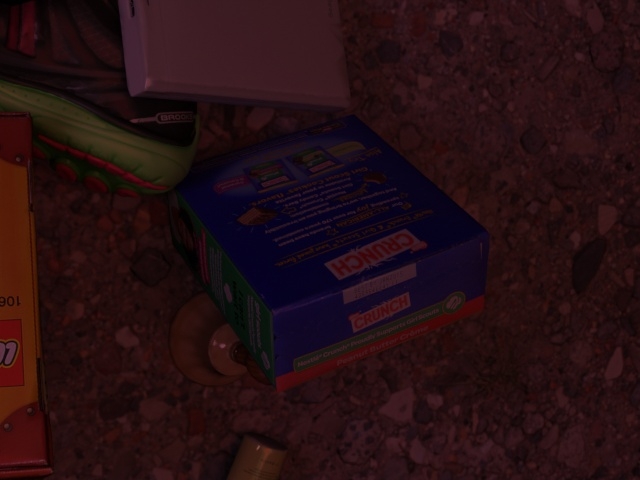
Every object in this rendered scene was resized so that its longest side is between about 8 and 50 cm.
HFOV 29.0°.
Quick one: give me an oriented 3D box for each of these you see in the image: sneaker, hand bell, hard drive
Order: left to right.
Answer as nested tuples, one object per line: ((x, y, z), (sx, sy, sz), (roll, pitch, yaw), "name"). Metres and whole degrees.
((-0.345, -0.225, 1.374), (0.482, 0.185, 0.202), (31, 65, -25), "sneaker")
((-0.097, -0.258, 1.437), (0.307, 0.040, 0.203), (-1, 81, -43), "hard drive")
((-0.086, 0.136, 1.460), (0.126, 0.242, 0.126), (-3, 97, -23), "hand bell")

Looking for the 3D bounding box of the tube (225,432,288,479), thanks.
((-0.109, 0.367, 1.580), (0.070, 0.062, 0.240), (22, 93, 17), "tube")

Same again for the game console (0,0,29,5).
((-0.421, -0.379, 1.252), (0.361, 0.044, 0.213), (21, 49, -26), "game console")

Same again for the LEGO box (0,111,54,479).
((-0.534, 0.073, 1.227), (0.500, 0.193, 0.373), (-1, 76, -20), "LEGO box")

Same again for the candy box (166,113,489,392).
((0.000, 0.000, 1.433), (0.268, 0.317, 0.122), (-18, 127, -19), "candy box")
